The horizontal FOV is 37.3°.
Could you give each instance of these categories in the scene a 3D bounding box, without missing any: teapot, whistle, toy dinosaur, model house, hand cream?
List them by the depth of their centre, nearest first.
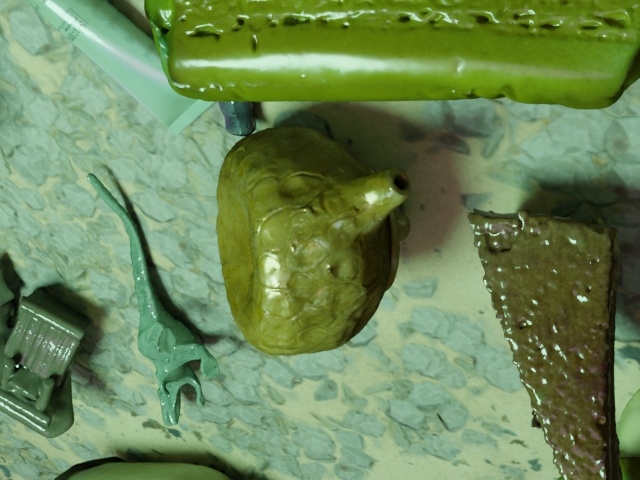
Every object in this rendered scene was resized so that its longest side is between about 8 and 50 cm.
[{"bbox_3d":[-0.085,-0.169,0.836,0.033,0.033,0.176,9,134,22],"label":"whistle"},{"bbox_3d":[0.000,0.000,0.867,0.167,0.203,0.311,-7,166,-19],"label":"teapot"},{"bbox_3d":[-0.190,-0.181,0.873,0.205,0.050,0.078,41,131,-17],"label":"hand cream"},{"bbox_3d":[-0.176,0.096,1.100,0.129,0.076,0.382,31,137,36],"label":"toy dinosaur"},{"bbox_3d":[-0.389,0.126,1.217,0.229,0.122,0.188,33,135,2],"label":"model house"}]

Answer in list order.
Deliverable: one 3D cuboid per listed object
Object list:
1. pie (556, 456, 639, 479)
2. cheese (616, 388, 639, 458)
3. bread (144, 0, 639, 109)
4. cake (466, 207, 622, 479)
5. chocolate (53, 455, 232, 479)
[{"bbox_3d":[0.373,0.295,0.896,0.355,0.103,0.288,-22,125,39],"label":"pie"},{"bbox_3d":[0.337,0.156,0.894,0.127,0.050,0.255,3,131,27],"label":"cheese"},{"bbox_3d":[0.053,-0.182,0.686,0.384,0.112,0.166,4,103,20],"label":"bread"},{"bbox_3d":[0.218,0.103,0.788,0.113,0.116,0.295,-14,87,24],"label":"cake"},{"bbox_3d":[-0.217,0.470,1.312,0.297,0.314,0.326,-3,127,27],"label":"chocolate"}]
